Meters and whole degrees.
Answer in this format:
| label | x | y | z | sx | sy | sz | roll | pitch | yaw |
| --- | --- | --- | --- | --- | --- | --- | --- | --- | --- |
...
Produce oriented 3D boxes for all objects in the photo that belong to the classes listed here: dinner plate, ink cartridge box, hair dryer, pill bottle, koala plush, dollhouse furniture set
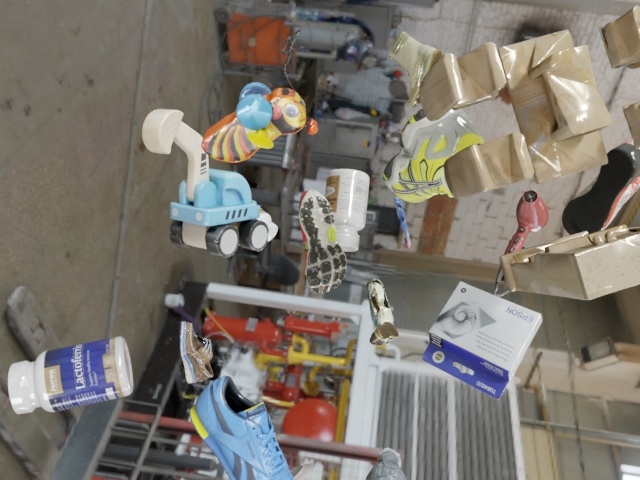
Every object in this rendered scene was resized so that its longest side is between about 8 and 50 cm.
| label | x | y | z | sx | sy | sz | roll | pitch | yaw |
| --- | --- | --- | --- | --- | --- | --- | --- | --- | --- |
| dinner plate | -0.073 | 0.527 | 1.239 | 0.017 | 0.141 | 0.141 | 57 | 2 | 5 |
| ink cartridge box | 0.382 | 0.234 | 1.371 | 0.224 | 0.223 | 0.045 | -56 | 142 | -15 |
| hair dryer | 0.527 | -0.007 | 1.461 | 0.223 | 0.080 | 0.293 | -47 | 144 | -46 |
| pill bottle | -0.613 | 0.338 | 1.406 | 0.153 | 0.265 | 0.153 | 170 | -90 | -75 |
| pill bottle | -0.244 | -0.075 | 2.057 | 0.103 | 0.184 | 0.103 | -40 | 152 | -26 |
| pill bottle | 0.073 | -0.088 | 1.696 | 0.131 | 0.131 | 0.229 | 74 | 22 | -79 |
| koala plush | 0.191 | 0.693 | 1.532 | 0.196 | 0.203 | 0.221 | -39 | 118 | -68 |
| dollhouse furniture set | 0.381 | -0.123 | 0.916 | 0.256 | 0.362 | 0.394 | 154 | -80 | -85 |

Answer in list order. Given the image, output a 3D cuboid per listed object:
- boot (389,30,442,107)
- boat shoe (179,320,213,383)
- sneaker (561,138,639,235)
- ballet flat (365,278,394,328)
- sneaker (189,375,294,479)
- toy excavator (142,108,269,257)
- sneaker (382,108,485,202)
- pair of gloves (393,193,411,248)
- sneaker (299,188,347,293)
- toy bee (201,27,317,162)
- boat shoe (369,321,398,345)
| label | x | y | z | sx | sy | sz | roll | pitch | yaw |
| --- | --- | --- | --- | --- | --- | --- | --- | --- | --- |
| boot | 0.300 | -0.572 | 1.900 | 0.077 | 0.165 | 0.213 | -31 | 151 | -39 |
| boat shoe | -0.274 | 0.245 | 1.263 | 0.066 | 0.066 | 0.183 | -104 | -169 | -47 |
| sneaker | 0.606 | -0.108 | 1.147 | 0.090 | 0.145 | 0.270 | 55 | -21 | 28 |
| ballet flat | 0.181 | 0.200 | 1.709 | 0.070 | 0.070 | 0.188 | 88 | -15 | -65 |
| sneaker | -0.086 | 0.273 | 0.751 | 0.082 | 0.209 | 0.069 | -47 | 165 | 19 |
| toy excavator | -0.367 | -0.177 | 1.783 | 0.433 | 0.222 | 0.444 | -13 | 109 | -54 |
| sneaker | 0.228 | -0.139 | 1.153 | 0.147 | 0.145 | 0.384 | 54 | -6 | 13 |
| pair of gloves | 0.222 | -0.083 | 1.578 | 0.198 | 0.023 | 0.159 | -94 | 169 | -47 |
| sneaker | 0.000 | 0.000 | 1.449 | 0.118 | 0.107 | 0.278 | -118 | -159 | -66 |
| toy bee | -0.093 | -0.243 | 1.137 | 0.298 | 0.162 | 0.195 | -30 | -150 | 41 |
| boat shoe | 0.177 | 0.265 | 1.604 | 0.056 | 0.049 | 0.152 | 56 | 19 | 20 |
